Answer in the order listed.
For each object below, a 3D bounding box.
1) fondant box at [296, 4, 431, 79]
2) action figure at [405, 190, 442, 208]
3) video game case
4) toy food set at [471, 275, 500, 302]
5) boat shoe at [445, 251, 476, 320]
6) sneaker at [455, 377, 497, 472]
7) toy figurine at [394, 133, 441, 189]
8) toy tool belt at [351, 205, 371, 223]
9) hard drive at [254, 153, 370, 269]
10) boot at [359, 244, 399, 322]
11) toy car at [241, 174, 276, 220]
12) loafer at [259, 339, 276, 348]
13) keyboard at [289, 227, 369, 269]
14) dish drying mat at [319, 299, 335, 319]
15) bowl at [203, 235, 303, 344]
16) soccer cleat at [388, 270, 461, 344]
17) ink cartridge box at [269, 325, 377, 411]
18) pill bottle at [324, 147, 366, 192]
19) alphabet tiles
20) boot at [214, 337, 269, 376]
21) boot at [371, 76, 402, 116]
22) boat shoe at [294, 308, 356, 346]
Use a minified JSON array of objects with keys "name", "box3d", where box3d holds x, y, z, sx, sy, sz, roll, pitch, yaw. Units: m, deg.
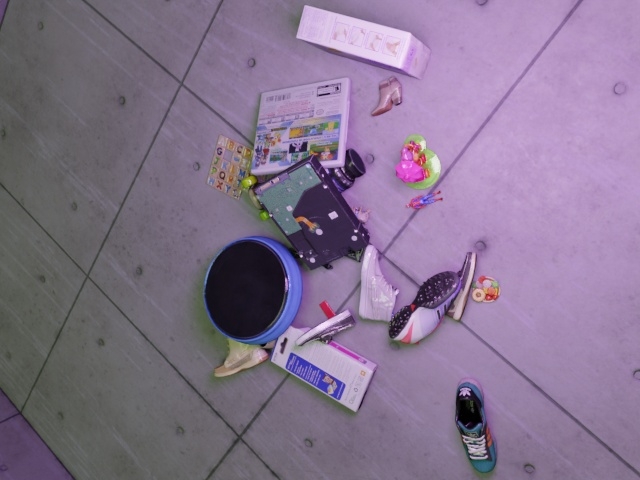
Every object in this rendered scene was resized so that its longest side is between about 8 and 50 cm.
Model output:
[{"name":"fondant box","box3d":[0.130,-0.570,1.461,0.330,0.238,0.096,23,108,20]},{"name":"action figure","box3d":[0.319,-0.123,1.567,0.115,0.030,0.038,-17,96,29]},{"name":"video game case","box3d":[-0.065,-0.367,1.638,0.328,0.036,0.300,-2,73,25]},{"name":"toy food set","box3d":[0.503,0.148,1.530,0.083,0.020,0.083,6,102,25]},{"name":"boat shoe","box3d":[0.421,0.137,1.535,0.073,0.080,0.224,15,110,17]},{"name":"sneaker","box3d":[0.473,0.594,1.566,0.108,0.121,0.303,-12,94,27]},{"name":"toy figurine","box3d":[0.273,-0.234,1.496,0.130,0.159,0.173,-10,94,26]},{"name":"toy tool belt","box3d":[0.122,-0.090,1.661,0.083,0.052,0.051,16,74,19]},{"name":"hard drive","box3d":[-0.026,-0.082,1.613,0.236,0.064,0.339,-26,113,28]},{"name":"boot","box3d":[0.199,0.143,1.645,0.123,0.095,0.259,8,111,18]},{"name":"toy car","box3d":[-0.155,-0.182,1.747,0.188,0.149,0.155,-28,99,1]},{"name":"loafer","box3d":[-0.214,0.275,1.853,0.101,0.092,0.269,-20,90,27]},{"name":"keyboard","box3d":[0.000,0.000,1.739,0.317,0.033,0.202,23,108,21]},{"name":"dish drying mat","box3d":[0.029,0.253,1.781,0.032,0.008,0.083,-39,83,26]},{"name":"bowl","box3d":[-0.252,0.175,1.797,0.390,0.077,0.392,-4,80,26]},{"name":"soccer cleat","box3d":[0.339,0.213,1.551,0.116,0.109,0.318,23,126,-19]},{"name":"ink cartridge box","box3d":[0.005,0.437,1.794,0.370,0.069,0.176,25,109,17]},{"name":"pill bottle","box3d":[0.032,-0.204,1.636,0.219,0.122,0.123,-28,86,26]},{"name":"alphabet tiles","box3d":[-0.304,-0.254,1.851,0.237,0.009,0.198,27,109,20]},{"name":"boot","box3d":[-0.336,0.404,1.934,0.261,0.095,0.204,-27,84,31]},{"name":"boot","box3d":[0.200,-0.449,1.564,0.118,0.042,0.087,-21,84,26]},{"name":"boat shoe","box3d":[0.016,0.316,1.725,0.219,0.078,0.070,-29,84,2]}]
